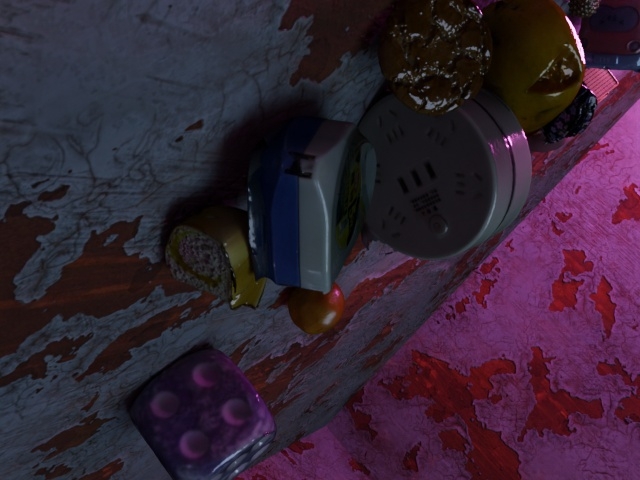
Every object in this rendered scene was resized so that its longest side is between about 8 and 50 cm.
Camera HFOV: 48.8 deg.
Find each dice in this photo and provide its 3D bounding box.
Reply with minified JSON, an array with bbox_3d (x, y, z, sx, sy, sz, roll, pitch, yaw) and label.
[{"bbox_3d":[-0.284,0.449,1.731,0.270,0.271,0.270,-35,160,-21],"label":"dice"}]

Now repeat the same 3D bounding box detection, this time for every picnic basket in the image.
[{"bbox_3d":[0.732,-0.452,1.969,0.115,0.164,0.079,-35,176,-20],"label":"picnic basket"}]

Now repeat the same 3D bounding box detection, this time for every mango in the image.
[{"bbox_3d":[0.403,-0.339,1.423,0.182,0.253,0.365,-38,158,-1],"label":"mango"}]

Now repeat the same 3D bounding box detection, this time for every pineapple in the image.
[{"bbox_3d":[0.610,-0.583,1.612,0.074,0.074,0.159,-40,153,-7],"label":"pineapple"}]

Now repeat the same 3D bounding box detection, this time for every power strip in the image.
[{"bbox_3d":[0.225,-0.148,1.393,0.161,0.357,0.357,-21,152,-45],"label":"power strip"}]

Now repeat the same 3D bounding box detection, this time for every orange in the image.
[{"bbox_3d":[-0.015,0.169,1.866,0.136,0.159,0.159,31,108,-35],"label":"orange"}]

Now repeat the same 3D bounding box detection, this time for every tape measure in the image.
[{"bbox_3d":[-0.006,-0.076,1.205,0.262,0.138,0.259,-54,153,-49],"label":"tape measure"}]

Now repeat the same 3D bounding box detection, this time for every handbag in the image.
[{"bbox_3d":[0.628,-0.372,1.873,0.127,0.208,0.228,-32,161,-16],"label":"handbag"}]

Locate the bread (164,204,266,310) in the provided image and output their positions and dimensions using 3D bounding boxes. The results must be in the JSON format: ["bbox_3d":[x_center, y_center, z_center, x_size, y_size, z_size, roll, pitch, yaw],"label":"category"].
[{"bbox_3d":[-0.170,0.023,1.256,0.156,0.158,0.260,-50,155,-38],"label":"bread"}]

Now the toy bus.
[{"bbox_3d":[0.771,-0.553,1.787,0.294,0.197,0.231,-33,128,-43],"label":"toy bus"}]

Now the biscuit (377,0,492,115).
[{"bbox_3d":[0.199,-0.319,1.194,0.226,0.226,0.042,-38,-156,-15],"label":"biscuit"}]

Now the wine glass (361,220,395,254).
[{"bbox_3d":[0.177,-0.079,1.719,0.143,0.143,0.321,-36,160,-20],"label":"wine glass"}]

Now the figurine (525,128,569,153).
[{"bbox_3d":[0.653,-0.338,2.059,0.173,0.173,0.173,-37,160,-16],"label":"figurine"}]
